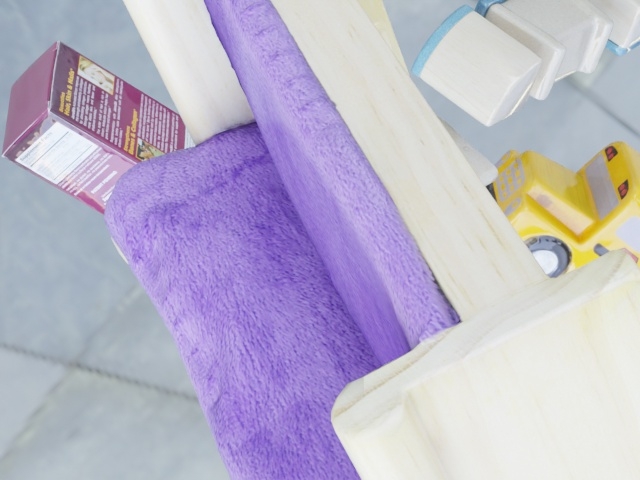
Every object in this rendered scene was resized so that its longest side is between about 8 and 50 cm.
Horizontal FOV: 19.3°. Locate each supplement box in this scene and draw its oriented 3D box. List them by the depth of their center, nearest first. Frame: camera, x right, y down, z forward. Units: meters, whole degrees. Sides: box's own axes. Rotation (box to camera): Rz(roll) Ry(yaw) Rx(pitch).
[{"bbox_3d":[-0.203,-0.092,1.800,0.188,0.104,0.081,31,127,-28],"label":"supplement box"}]

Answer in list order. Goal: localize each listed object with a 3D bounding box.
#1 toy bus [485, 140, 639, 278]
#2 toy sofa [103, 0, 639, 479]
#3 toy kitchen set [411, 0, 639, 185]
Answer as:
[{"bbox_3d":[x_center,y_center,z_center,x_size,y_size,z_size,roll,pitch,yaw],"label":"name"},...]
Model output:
[{"bbox_3d":[0.305,0.021,1.722,0.332,0.108,0.130,34,117,-24],"label":"toy bus"},{"bbox_3d":[0.000,0.000,0.792,0.177,0.362,0.150,-26,131,-2],"label":"toy sofa"},{"bbox_3d":[0.114,-0.109,1.268,0.207,0.122,0.166,-29,149,-43],"label":"toy kitchen set"}]
